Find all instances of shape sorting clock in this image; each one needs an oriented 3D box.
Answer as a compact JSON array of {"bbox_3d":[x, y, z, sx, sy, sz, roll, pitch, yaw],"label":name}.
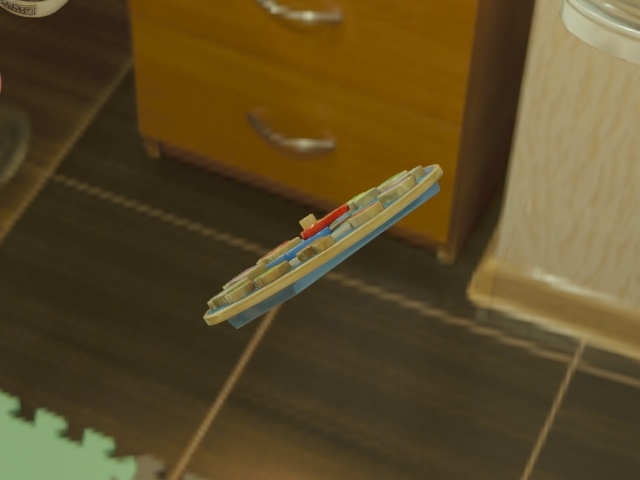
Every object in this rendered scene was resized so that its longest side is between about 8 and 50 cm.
[{"bbox_3d":[0.000,0.000,1.262,0.206,0.206,0.040,-36,91,-29],"label":"shape sorting clock"}]

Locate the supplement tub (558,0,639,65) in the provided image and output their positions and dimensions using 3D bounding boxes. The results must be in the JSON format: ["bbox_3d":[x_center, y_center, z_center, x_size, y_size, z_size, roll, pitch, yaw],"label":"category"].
[{"bbox_3d":[0.339,-0.333,1.486,0.241,0.331,0.241,7,30,-4],"label":"supplement tub"}]

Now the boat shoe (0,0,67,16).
[{"bbox_3d":[-0.219,-0.315,1.548,0.096,0.088,0.267,27,51,5],"label":"boat shoe"}]
